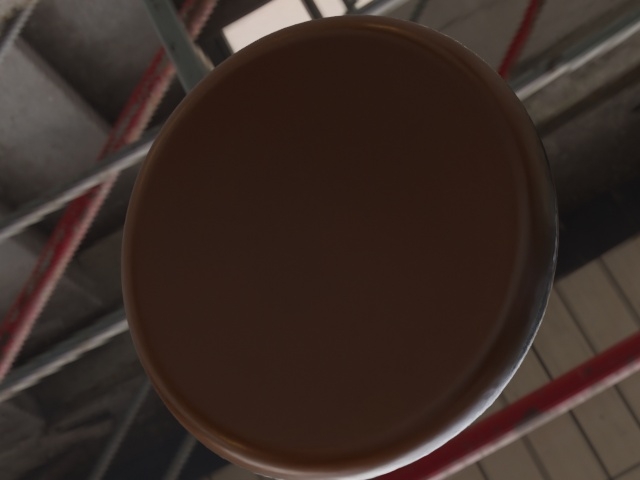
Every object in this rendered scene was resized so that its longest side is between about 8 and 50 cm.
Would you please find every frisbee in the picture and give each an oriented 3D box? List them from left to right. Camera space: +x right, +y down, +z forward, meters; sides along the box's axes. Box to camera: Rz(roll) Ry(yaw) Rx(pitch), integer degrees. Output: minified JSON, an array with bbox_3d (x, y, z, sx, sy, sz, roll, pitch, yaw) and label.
[{"bbox_3d":[0.000,0.000,0.676,0.250,0.251,0.021,-35,156,15],"label":"frisbee"}]
